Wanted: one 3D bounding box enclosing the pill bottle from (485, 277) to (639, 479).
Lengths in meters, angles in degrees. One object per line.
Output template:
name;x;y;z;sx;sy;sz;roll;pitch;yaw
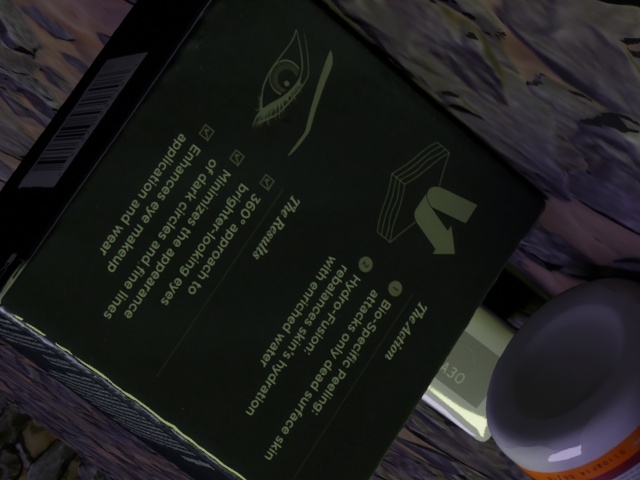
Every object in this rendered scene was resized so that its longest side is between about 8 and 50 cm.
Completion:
pill bottle;0.142;0.090;0.769;0.152;0.086;0.086;42;163;-29

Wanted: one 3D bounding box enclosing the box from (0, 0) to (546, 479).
box;-0.029;0.003;0.718;0.158;0.156;0.093;39;166;-21

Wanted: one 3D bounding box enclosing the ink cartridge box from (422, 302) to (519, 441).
ink cartridge box;0.000;0.000;0.906;0.181;0.056;0.225;36;-176;-11
